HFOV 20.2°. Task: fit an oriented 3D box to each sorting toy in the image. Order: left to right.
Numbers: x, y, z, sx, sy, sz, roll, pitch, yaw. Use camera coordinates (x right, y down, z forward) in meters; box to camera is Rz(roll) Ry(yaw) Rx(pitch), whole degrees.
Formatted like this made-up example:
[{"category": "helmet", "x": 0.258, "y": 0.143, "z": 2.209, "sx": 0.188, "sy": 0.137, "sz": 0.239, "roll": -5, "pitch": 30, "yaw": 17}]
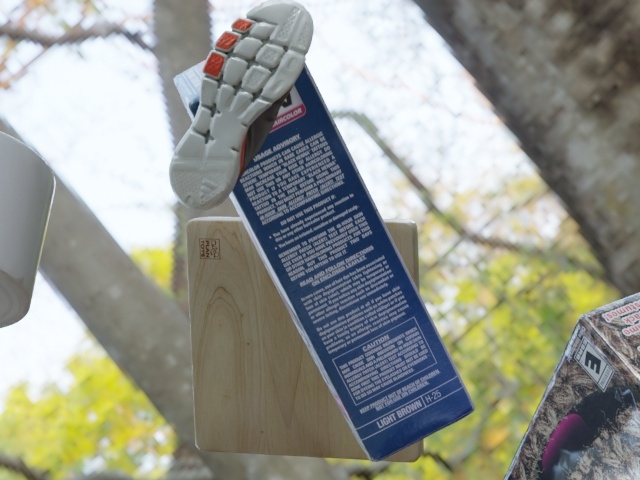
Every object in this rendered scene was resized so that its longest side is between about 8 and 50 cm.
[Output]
[{"category": "sorting toy", "x": -0.007, "y": 0.100, "z": 1.950, "sx": 0.089, "sy": 0.255, "sz": 0.257, "roll": -23, "pitch": -68, "yaw": -69}]

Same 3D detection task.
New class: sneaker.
[{"category": "sneaker", "x": -0.054, "y": -0.096, "z": 1.232, "sx": 0.158, "sy": 0.061, "sz": 0.065, "roll": -58, "pitch": -7, "yaw": 10}]

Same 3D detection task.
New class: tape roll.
[{"category": "tape roll", "x": -0.447, "y": -0.016, "z": 2.118, "sx": 0.246, "sy": 0.169, "sz": 0.246, "roll": 6, "pitch": -26, "yaw": 3}]

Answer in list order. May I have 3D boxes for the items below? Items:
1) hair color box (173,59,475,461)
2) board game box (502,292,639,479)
[{"category": "hair color box", "x": 0.000, "y": 0.000, "z": 1.537, "sx": 0.105, "sy": 0.347, "sz": 0.174, "roll": -27, "pitch": 14, "yaw": -3}, {"category": "board game box", "x": 0.288, "y": 0.207, "z": 1.278, "sx": 0.141, "sy": 0.291, "sz": 0.232, "roll": -18, "pitch": -37, "yaw": -31}]
